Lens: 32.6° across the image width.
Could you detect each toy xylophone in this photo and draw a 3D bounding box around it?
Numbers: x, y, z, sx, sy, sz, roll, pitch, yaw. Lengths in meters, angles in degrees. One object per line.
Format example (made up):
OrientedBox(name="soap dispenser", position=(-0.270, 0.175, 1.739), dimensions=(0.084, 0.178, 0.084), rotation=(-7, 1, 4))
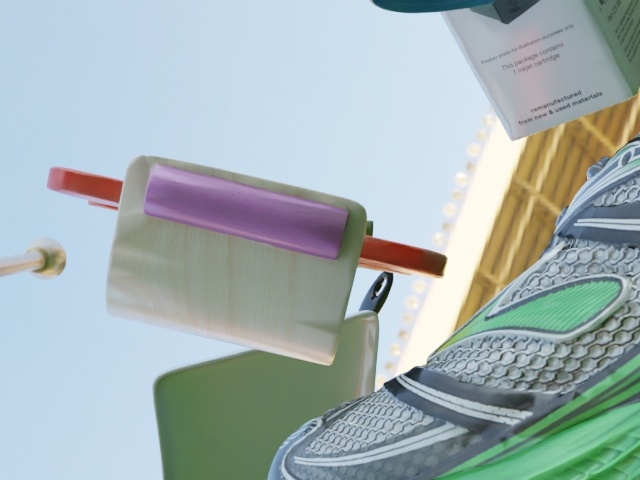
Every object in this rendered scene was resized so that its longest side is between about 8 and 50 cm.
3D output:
OrientedBox(name="toy xylophone", position=(-0.071, 0.009, 0.643), dimensions=(0.322, 0.236, 0.081), rotation=(178, 105, -81))

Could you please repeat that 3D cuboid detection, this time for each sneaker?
OrientedBox(name="sneaker", position=(0.108, 0.048, 0.370), dimensions=(0.134, 0.343, 0.146), rotation=(23, -126, -36))

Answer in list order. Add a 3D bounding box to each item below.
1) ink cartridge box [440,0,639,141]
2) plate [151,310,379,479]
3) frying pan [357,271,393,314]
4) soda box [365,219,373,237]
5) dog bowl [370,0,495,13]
OrientedBox(name="ink cartridge box", position=(0.172, -0.266, 0.924), dimensions=(0.289, 0.121, 0.211), rotation=(58, -141, -17))
OrientedBox(name="plate", position=(-0.065, 0.216, 1.288), dimensions=(0.278, 0.045, 0.277), rotation=(-15, -54, -22))
OrientedBox(name="frying pan", position=(0.028, 0.145, 1.521), dimensions=(0.053, 0.197, 0.326), rotation=(2, -65, -30))
OrientedBox(name="soda box", position=(0.000, 0.000, 1.382), dimensions=(0.061, 0.181, 0.058), rotation=(2, -89, -24))
OrientedBox(name="dog bowl", position=(0.166, -0.215, 0.668), dimensions=(0.166, 0.297, 0.074), rotation=(102, 155, -86))
